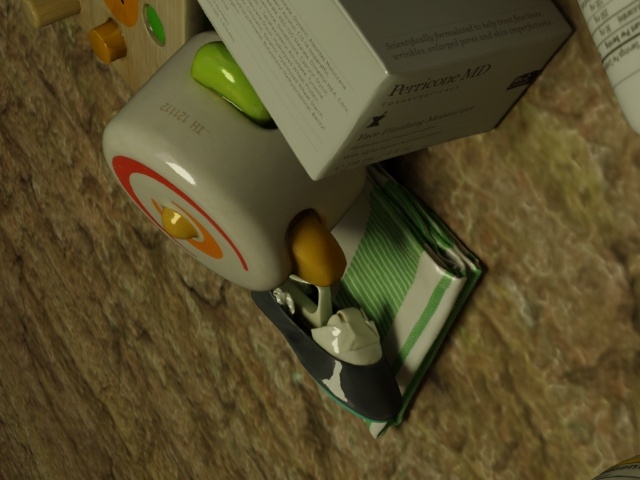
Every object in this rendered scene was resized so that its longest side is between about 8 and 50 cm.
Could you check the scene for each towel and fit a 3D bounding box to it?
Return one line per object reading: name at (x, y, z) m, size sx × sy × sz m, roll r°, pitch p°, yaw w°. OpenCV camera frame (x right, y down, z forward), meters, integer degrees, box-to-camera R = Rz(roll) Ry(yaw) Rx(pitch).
towel at (0.000, 0.000, 1.000) m, size 0.325 × 0.038 × 0.248 m, roll 49°, pitch 140°, yaw 28°

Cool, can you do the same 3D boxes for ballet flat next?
ballet flat at (0.004, 0.076, 0.941) m, size 0.203 × 0.074 × 0.074 m, roll 44°, pitch 136°, yaw 38°

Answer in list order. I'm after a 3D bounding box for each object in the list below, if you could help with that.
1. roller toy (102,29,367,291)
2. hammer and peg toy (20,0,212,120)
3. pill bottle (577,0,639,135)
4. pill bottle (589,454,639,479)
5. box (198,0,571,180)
roller toy at (-0.072, -0.057, 0.861) m, size 0.209 × 0.146 × 0.191 m, roll 50°, pitch 161°, yaw -27°
hammer and peg toy at (-0.178, -0.280, 0.921) m, size 0.266 × 0.127 × 0.361 m, roll 49°, pitch 153°, yaw 26°
pill bottle at (0.212, -0.147, 0.544) m, size 0.160 × 0.160 × 0.283 m, roll -25°, pitch 85°, yaw 54°
pill bottle at (0.181, 0.235, 0.605) m, size 0.188 × 0.334 × 0.188 m, roll 26°, pitch 124°, yaw 46°
box at (0.041, -0.162, 0.748) m, size 0.182 × 0.181 × 0.119 m, roll 58°, pitch 143°, yaw 19°
